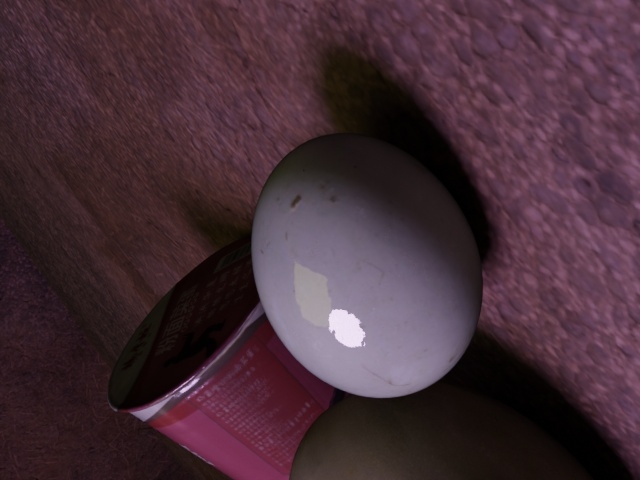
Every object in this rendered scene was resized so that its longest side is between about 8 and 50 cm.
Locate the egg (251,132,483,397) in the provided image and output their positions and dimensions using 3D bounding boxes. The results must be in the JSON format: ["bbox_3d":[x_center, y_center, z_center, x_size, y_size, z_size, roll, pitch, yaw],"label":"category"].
[{"bbox_3d":[0.031,0.018,0.697,0.149,0.149,0.192,22,140,53],"label":"egg"}]

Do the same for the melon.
[{"bbox_3d":[0.106,0.251,0.822,0.308,0.271,0.272,40,160,48],"label":"melon"}]

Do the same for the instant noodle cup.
[{"bbox_3d":[-0.079,0.137,1.076,0.178,0.235,0.234,47,163,-21],"label":"instant noodle cup"}]
